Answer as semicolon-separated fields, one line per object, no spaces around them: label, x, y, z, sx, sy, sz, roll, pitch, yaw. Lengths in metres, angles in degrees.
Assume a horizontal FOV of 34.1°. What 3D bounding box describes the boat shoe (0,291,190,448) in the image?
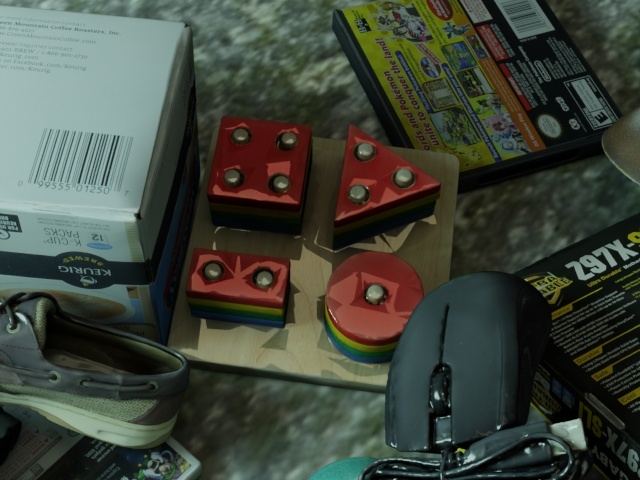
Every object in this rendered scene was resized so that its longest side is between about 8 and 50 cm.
boat shoe;-0.245;0.087;0.874;0.285;0.092;0.103;22;25;-12

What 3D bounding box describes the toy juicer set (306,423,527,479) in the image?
toy juicer set;0.048;0.278;0.842;0.329;0.089;0.209;-16;76;-17

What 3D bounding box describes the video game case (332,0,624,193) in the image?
video game case;0.176;-0.186;1.182;0.248;0.035;0.275;-16;59;-13

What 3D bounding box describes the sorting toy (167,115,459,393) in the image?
sorting toy;0.000;0.000;0.994;0.255;0.089;0.257;7;63;3

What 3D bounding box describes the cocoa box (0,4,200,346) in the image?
cocoa box;-0.299;-0.059;0.956;0.347;0.228;0.231;6;55;1

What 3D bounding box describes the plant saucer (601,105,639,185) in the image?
plant saucer;0.437;-0.077;1.025;0.311;0.050;0.310;10;27;-5

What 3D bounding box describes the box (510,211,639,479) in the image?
box;0.339;0.076;0.938;0.322;0.079;0.257;-24;37;-18

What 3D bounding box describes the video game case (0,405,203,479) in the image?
video game case;-0.229;0.209;0.904;0.173;0.022;0.190;36;61;21

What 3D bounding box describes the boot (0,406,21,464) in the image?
boot;-0.389;0.185;0.824;0.207;0.094;0.246;28;51;3

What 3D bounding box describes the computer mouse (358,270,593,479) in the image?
computer mouse;0.116;0.098;0.819;0.188;0.072;0.272;-20;25;25
